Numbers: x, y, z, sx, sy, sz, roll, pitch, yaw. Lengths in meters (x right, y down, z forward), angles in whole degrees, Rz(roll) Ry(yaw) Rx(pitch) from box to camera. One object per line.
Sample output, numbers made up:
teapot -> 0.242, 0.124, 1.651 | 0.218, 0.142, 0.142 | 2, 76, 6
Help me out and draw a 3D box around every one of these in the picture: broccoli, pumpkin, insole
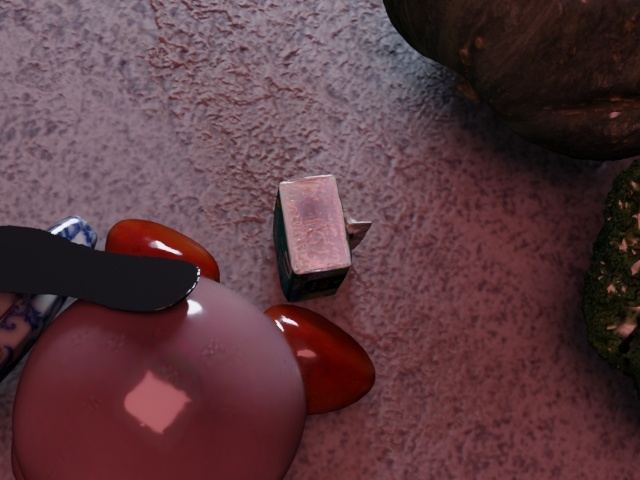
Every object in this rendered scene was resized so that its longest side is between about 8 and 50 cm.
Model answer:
broccoli -> 0.372, 0.044, 0.688 | 0.307, 0.275, 0.308 | 1, 87, -28
pumpkin -> 0.226, -0.227, 0.752 | 0.327, 0.291, 0.257 | 36, 111, -1
insole -> -0.203, 0.021, 0.626 | 0.253, 0.005, 0.086 | 9, 36, 26

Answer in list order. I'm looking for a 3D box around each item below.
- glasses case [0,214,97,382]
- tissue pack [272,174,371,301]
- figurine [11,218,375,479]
glasses case -> -0.256, 0.068, 0.653 | 0.065, 0.087, 0.248 | 40, 41, -10
tissue pack -> 0.001, 0.000, 0.744 | 0.079, 0.111, 0.085 | -8, 74, -8
figurine -> -0.117, 0.116, 0.647 | 0.269, 0.211, 0.261 | 32, 73, 6
